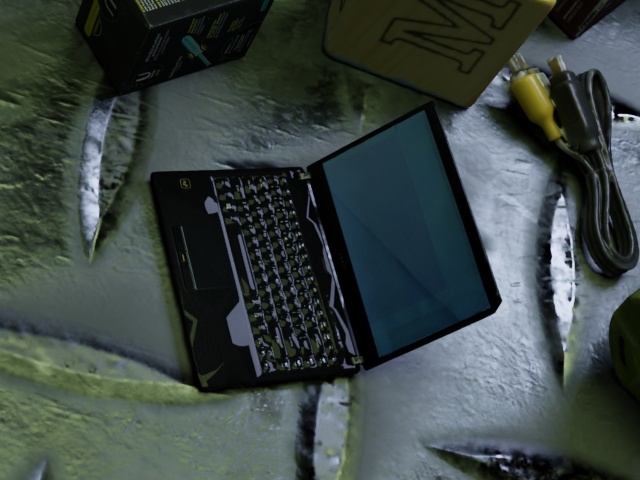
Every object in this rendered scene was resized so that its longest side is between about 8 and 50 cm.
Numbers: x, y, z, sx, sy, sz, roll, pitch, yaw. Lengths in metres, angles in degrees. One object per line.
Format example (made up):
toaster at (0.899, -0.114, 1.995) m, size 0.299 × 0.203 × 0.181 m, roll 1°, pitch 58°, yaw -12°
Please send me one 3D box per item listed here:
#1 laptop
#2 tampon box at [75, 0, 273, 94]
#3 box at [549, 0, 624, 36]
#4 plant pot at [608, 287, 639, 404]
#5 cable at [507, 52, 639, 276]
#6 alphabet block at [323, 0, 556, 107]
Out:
laptop at (0.000, 0.000, 1.243) m, size 0.264 × 0.136 × 0.234 m, roll -3°, pitch 63°, yaw -26°
tampon box at (-0.147, -0.240, 1.327) m, size 0.161 × 0.120 × 0.101 m, roll -24°, pitch 74°, yaw -33°
box at (0.352, -0.395, 1.614) m, size 0.167 × 0.168 × 0.203 m, roll 47°, pitch 55°, yaw 8°
plant pot at (0.449, 0.091, 1.340) m, size 0.254 × 0.276 × 0.276 m, roll -26°, pitch 74°, yaw -21°
cable at (0.303, -0.093, 1.504) m, size 0.139 × 0.072 × 0.287 m, roll -6°, pitch 76°, yaw -46°
alphabet block at (0.134, -0.299, 1.442) m, size 0.193 × 0.197 × 0.192 m, roll 17°, pitch 56°, yaw -15°
